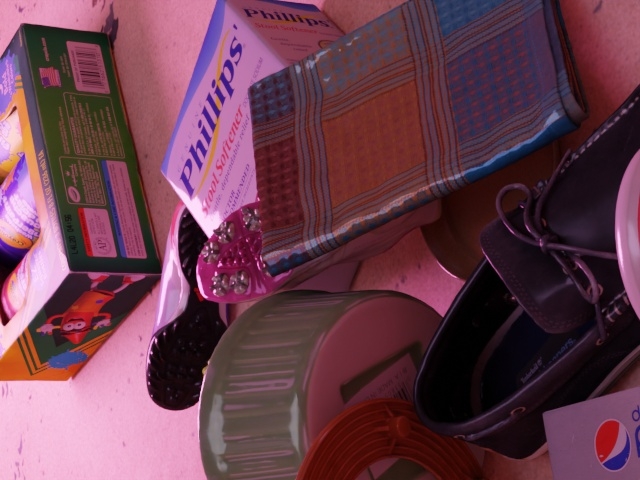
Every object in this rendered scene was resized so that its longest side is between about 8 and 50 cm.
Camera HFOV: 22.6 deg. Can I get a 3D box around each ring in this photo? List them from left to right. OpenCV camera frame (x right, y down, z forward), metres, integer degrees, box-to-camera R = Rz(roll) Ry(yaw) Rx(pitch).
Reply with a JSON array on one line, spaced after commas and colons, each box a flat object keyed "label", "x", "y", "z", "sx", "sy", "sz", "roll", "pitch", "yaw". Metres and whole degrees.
[{"label": "ring", "x": 0.089, "y": 0.319, "z": 1.556, "sx": 0.032, "sy": 0.336, "sz": 0.337, "roll": -14, "pitch": 76, "yaw": 41}]

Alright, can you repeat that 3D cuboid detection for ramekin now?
[{"label": "ramekin", "x": 0.035, "y": 0.193, "z": 1.680, "sx": 0.148, "sy": 0.303, "sz": 0.303, "roll": -13, "pitch": 77, "yaw": 48}]

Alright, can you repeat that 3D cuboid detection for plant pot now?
[{"label": "plant pot", "x": 0.182, "y": -0.071, "z": 1.707, "sx": 0.236, "sy": 0.032, "sz": 0.236, "roll": -8, "pitch": 80, "yaw": 56}]

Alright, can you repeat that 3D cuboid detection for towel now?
[{"label": "towel", "x": 0.086, "y": -0.141, "z": 1.645, "sx": 0.370, "sy": 0.040, "sz": 0.271, "roll": -26, "pitch": 47, "yaw": 22}]

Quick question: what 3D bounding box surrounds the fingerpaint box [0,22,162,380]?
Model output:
[{"label": "fingerpaint box", "x": -0.438, "y": -0.053, "z": 2.521, "sx": 0.371, "sy": 0.163, "sz": 0.445, "roll": -44, "pitch": 53, "yaw": 46}]

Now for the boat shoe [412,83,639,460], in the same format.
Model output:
[{"label": "boat shoe", "x": 0.243, "y": 0.022, "z": 1.500, "sx": 0.500, "sy": 0.156, "sz": 0.187, "roll": -59, "pitch": 41, "yaw": 33}]

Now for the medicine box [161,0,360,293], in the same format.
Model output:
[{"label": "medicine box", "x": -0.045, "y": -0.117, "z": 1.947, "sx": 0.289, "sy": 0.149, "sz": 0.263, "roll": 50, "pitch": 128, "yaw": 45}]

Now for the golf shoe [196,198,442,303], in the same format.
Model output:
[{"label": "golf shoe", "x": 0.000, "y": 0.000, "z": 1.767, "sx": 0.306, "sy": 0.140, "sz": 0.115, "roll": -26, "pitch": 62, "yaw": 31}]

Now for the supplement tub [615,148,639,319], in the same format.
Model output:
[{"label": "supplement tub", "x": 0.384, "y": -0.011, "z": 1.230, "sx": 0.272, "sy": 0.191, "sz": 0.191, "roll": -10, "pitch": 79, "yaw": 44}]

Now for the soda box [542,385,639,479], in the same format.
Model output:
[{"label": "soda box", "x": 0.327, "y": 0.172, "z": 1.417, "sx": 0.286, "sy": 0.091, "sz": 0.098, "roll": -27, "pitch": 66, "yaw": 53}]

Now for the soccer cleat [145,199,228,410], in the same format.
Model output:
[{"label": "soccer cleat", "x": -0.175, "y": 0.077, "z": 2.192, "sx": 0.116, "sy": 0.108, "sz": 0.318, "roll": -117, "pitch": 35, "yaw": -70}]

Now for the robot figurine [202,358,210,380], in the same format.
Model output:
[{"label": "robot figurine", "x": -0.109, "y": 0.189, "z": 2.094, "sx": 0.115, "sy": 0.067, "sz": 0.101, "roll": 22, "pitch": 133, "yaw": 53}]
